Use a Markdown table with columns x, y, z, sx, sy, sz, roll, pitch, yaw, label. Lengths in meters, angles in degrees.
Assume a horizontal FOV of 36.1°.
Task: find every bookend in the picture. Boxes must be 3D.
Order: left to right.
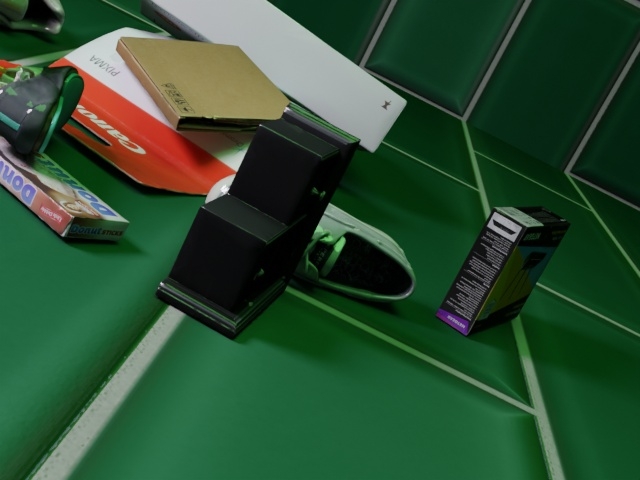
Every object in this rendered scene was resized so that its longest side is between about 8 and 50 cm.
| x | y | z | sx | sy | sz | roll | pitch | yaw | label |
| --- | --- | --- | --- | --- | --- | --- | --- | --- | --- |
| -0.046 | -0.023 | 0.800 | 0.072 | 0.157 | 0.156 | 29 | 15 | 6 | bookend |

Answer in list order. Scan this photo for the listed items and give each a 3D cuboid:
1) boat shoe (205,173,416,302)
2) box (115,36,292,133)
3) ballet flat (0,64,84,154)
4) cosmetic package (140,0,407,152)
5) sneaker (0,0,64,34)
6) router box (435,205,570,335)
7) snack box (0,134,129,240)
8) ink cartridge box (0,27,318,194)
| x | y | z | sx | sy | sz | roll | pitch | yaw | label |
| --- | --- | --- | --- | --- | --- | --- | --- | --- | --- |
| 0.000 | 0.001 | 0.940 | 0.227 | 0.079 | 0.081 | 22 | 12 | -29 | boat shoe |
| -0.129 | -0.183 | 1.148 | 0.164 | 0.021 | 0.201 | -2 | 36 | -33 | box |
| -0.258 | -0.128 | 0.877 | 0.074 | 0.074 | 0.203 | 24 | 14 | -12 | ballet flat |
| -0.081 | -0.271 | 1.426 | 0.377 | 0.097 | 0.284 | 33 | -1 | -12 | cosmetic package |
| -0.439 | -0.334 | 1.266 | 0.121 | 0.099 | 0.262 | 43 | 23 | 31 | sneaker |
| 0.205 | 0.029 | 1.083 | 0.046 | 0.133 | 0.179 | 34 | 17 | 23 | router box |
| -0.241 | -0.053 | 0.826 | 0.178 | 0.022 | 0.064 | 36 | 15 | 29 | snack box |
| -0.175 | -0.164 | 1.160 | 0.308 | 0.091 | 0.385 | 34 | 16 | 24 | ink cartridge box |
